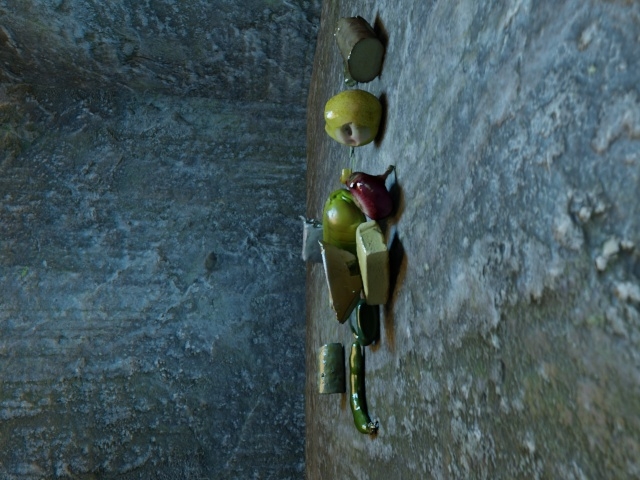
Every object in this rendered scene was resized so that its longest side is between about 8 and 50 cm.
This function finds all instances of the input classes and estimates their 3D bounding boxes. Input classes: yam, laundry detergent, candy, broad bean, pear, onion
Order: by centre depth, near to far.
[{"bbox_3d":[0.147,-0.135,1.082,0.150,0.140,0.150,49,-179,-1],"label":"onion"},{"bbox_3d":[0.094,-0.363,1.249,0.178,0.178,0.178,-178,90,-83],"label":"pear"},{"bbox_3d":[0.122,0.248,1.271,0.211,0.063,0.137,117,147,-74],"label":"laundry detergent"},{"bbox_3d":[0.122,0.462,1.289,0.292,0.049,0.144,-99,19,-47],"label":"broad bean"},{"bbox_3d":[0.116,-0.600,1.304,0.129,0.128,0.238,-44,37,27],"label":"yam"},{"bbox_3d":[0.116,-0.712,1.614,0.061,0.061,0.253,120,152,-75],"label":"yam"},{"bbox_3d":[0.040,0.505,1.667,0.107,0.107,0.194,111,160,-69],"label":"yam"},{"bbox_3d":[0.000,0.000,1.837,0.137,0.185,0.195,-96,9,-72],"label":"candy"}]

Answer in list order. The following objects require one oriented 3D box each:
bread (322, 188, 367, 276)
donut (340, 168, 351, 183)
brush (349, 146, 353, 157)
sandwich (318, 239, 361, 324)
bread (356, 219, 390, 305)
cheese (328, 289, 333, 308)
[{"bbox_3d":[0.067,0.016,1.284,0.383,0.112,0.166,85,164,-52],"label":"bread"},{"bbox_3d":[0.099,-0.256,1.692,0.083,0.038,0.067,-122,32,-74],"label":"donut"},{"bbox_3d":[0.122,-0.356,1.639,0.016,0.013,0.083,111,167,-55],"label":"brush"},{"bbox_3d":[0.063,0.101,1.127,0.090,0.088,0.244,65,-169,-63],"label":"sandwich"},{"bbox_3d":[0.134,0.060,1.071,0.125,0.068,0.188,-101,3,-52],"label":"bread"},{"bbox_3d":[0.055,0.211,1.888,0.065,0.043,0.194,106,164,-58],"label":"cheese"}]
